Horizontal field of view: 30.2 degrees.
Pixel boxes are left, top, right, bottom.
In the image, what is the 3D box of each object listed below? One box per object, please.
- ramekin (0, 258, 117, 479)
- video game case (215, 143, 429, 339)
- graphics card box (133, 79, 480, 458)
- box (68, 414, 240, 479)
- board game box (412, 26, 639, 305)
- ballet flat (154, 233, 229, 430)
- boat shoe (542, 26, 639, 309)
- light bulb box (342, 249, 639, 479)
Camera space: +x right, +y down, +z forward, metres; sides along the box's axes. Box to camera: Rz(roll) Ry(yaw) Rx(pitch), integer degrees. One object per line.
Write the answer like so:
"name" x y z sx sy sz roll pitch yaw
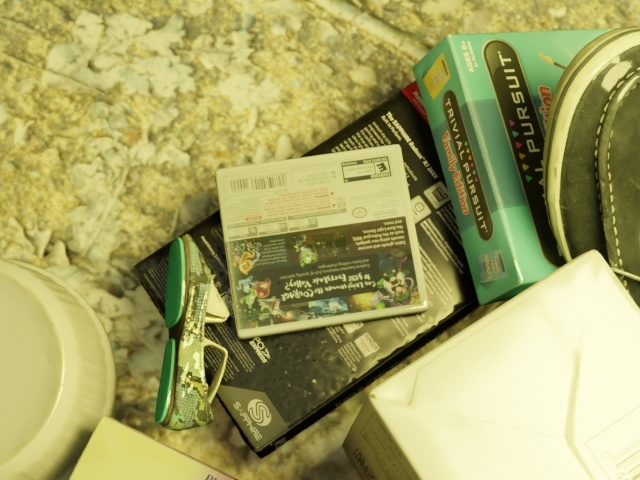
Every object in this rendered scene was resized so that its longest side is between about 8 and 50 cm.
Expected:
"ramekin" -0.346 0.137 1.178 0.272 0.127 0.273 0 76 -1
"video game case" 0.000 0.000 1.177 0.190 0.022 0.173 -8 75 -4
"graphics card box" 0.023 0.027 1.229 0.371 0.094 0.233 -34 79 -10
"box" -0.163 0.326 1.138 0.213 0.117 0.243 24 78 5
"board game box" 0.284 -0.086 1.204 0.336 0.079 0.254 -7 75 -27
"ballet flat" -0.120 0.090 1.142 0.070 0.070 0.189 5 79 0
"boat shoe" 0.330 0.047 1.063 0.186 0.156 0.500 -26 116 -17
"light bulb box" 0.208 0.249 1.038 0.225 0.361 0.358 -31 78 -10
